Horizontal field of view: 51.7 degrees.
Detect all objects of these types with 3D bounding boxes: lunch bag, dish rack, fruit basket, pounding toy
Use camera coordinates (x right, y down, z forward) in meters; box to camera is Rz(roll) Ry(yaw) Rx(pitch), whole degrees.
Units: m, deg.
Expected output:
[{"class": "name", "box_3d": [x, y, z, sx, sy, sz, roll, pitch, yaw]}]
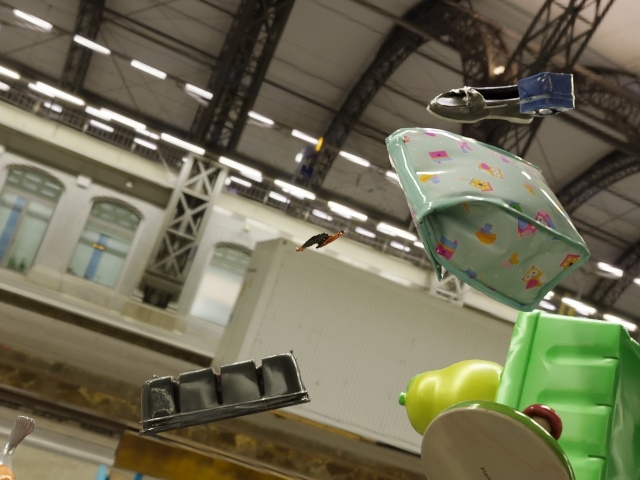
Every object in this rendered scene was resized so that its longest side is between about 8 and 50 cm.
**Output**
[{"class": "lunch bag", "box_3d": [0.381, -0.243, 1.118, 0.098, 0.065, 0.067, -6, -1, -33]}, {"class": "dish rack", "box_3d": [-0.119, 0.206, 0.901, 0.208, 0.074, 0.271, -10, -14, -2]}, {"class": "lunch bag", "box_3d": [0.216, -0.046, 0.949, 0.262, 0.160, 0.223, 21, 33, -22]}, {"class": "fruit basket", "box_3d": [0.329, 0.307, 1.078, 0.283, 0.392, 0.392, 44, -18, -24]}, {"class": "pounding toy", "box_3d": [0.233, 0.280, 0.805, 0.182, 0.237, 0.110, -1, 20, 37]}]

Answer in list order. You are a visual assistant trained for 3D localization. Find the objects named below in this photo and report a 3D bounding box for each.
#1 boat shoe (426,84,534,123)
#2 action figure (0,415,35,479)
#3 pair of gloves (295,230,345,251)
[{"class": "boat shoe", "box_3d": [0.427, -0.367, 1.710, 0.335, 0.096, 0.112, -4, 38, -25]}, {"class": "action figure", "box_3d": [-0.343, 0.419, 0.740, 0.178, 0.330, 0.341, -25, -71, 31]}, {"class": "pair of gloves", "box_3d": [0.000, 0.000, 1.263, 0.074, 0.010, 0.083, -33, -18, 35]}]
